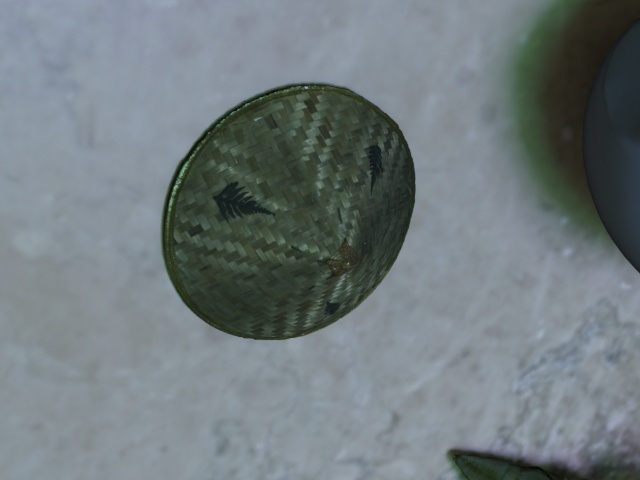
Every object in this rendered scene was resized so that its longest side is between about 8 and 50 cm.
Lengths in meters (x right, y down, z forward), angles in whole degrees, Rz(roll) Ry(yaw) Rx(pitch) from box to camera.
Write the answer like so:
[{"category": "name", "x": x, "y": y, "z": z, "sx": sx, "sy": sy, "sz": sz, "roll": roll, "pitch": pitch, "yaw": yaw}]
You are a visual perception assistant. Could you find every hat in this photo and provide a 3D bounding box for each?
[{"category": "hat", "x": 0.000, "y": 0.000, "z": 0.775, "sx": 0.146, "sy": 0.067, "sz": 0.146, "roll": -12, "pitch": 118, "yaw": -23}]

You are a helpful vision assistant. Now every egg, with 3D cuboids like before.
[{"category": "egg", "x": 0.241, "y": -0.037, "z": 0.819, "sx": 0.176, "sy": 0.176, "sz": 0.232, "roll": -50, "pitch": 128, "yaw": 2}]

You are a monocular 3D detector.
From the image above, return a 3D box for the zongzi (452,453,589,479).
[{"category": "zongzi", "x": 0.115, "y": 0.203, "z": 0.961, "sx": 0.130, "sy": 0.062, "sz": 0.154, "roll": 17, "pitch": 122, "yaw": -12}]
